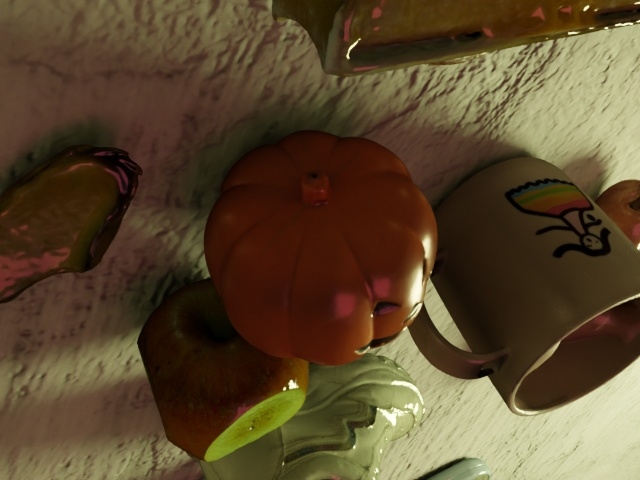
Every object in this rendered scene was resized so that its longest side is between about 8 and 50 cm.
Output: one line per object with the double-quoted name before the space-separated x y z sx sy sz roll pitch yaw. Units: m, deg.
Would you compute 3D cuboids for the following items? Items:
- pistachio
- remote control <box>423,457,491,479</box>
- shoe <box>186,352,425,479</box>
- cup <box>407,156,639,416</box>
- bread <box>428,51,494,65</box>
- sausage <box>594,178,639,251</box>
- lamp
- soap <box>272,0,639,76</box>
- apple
"pistachio" -0.199 -0.011 0.797 0.173 0.049 0.089 -37 126 12
"remote control" 0.157 0.409 1.707 0.244 0.047 0.087 -24 151 -15
"shoe" 0.010 0.240 1.179 0.342 0.210 0.132 3 134 -44
"cup" 0.188 0.045 1.071 0.253 0.200 0.191 -15 145 -27
"bread" 0.109 -0.201 0.777 0.160 0.073 0.160 -23 147 -16
"sausage" 0.304 0.082 1.343 0.088 0.088 0.433 -16 145 -25
"lamp" 0.000 0.000 0.860 0.188 0.187 0.164 -25 148 -11
"soap" 0.111 -0.240 0.606 0.281 0.143 0.259 -14 121 -27
"apple" -0.081 0.117 0.968 0.146 0.163 0.147 -16 134 -16
